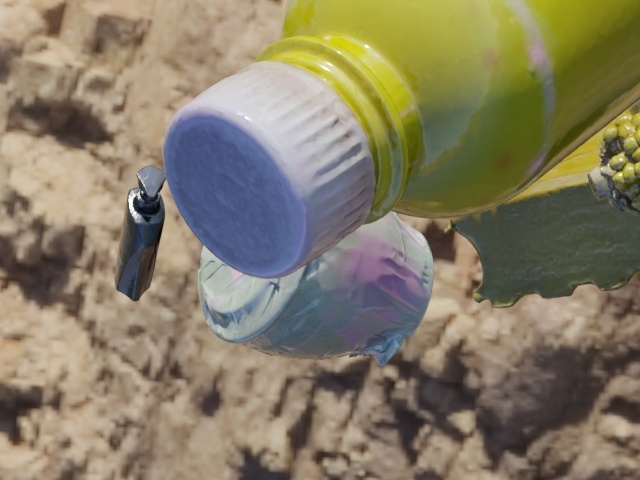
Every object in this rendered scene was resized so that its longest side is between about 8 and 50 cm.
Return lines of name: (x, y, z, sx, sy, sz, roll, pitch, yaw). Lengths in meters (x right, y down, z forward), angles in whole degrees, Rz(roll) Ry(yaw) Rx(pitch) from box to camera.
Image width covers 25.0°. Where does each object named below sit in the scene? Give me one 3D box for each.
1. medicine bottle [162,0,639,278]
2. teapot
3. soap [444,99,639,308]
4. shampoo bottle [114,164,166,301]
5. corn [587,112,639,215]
medicine bottle: (0.037, -0.065, 0.544, 0.122, 0.212, 0.121, 26, 134, 31)
teapot: (-0.006, 0.013, 1.232, 0.163, 0.178, 0.221, -59, 34, 15)
soap: (0.360, -0.070, 1.846, 0.293, 0.335, 0.156, -15, 110, 38)
shampoo bottle: (-0.126, -0.005, 1.018, 0.137, 0.027, 0.048, 110, 150, -54)
corn: (0.367, -0.110, 1.168, 0.320, 0.097, 0.097, -26, 56, 11)
